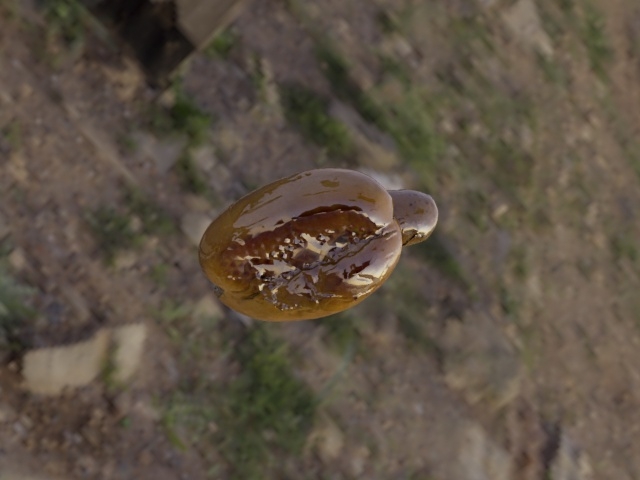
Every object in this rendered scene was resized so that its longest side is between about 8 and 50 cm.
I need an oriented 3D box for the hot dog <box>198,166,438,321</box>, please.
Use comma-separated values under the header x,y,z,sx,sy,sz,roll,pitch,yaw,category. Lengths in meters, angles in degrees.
x,y,z,sx,sy,sz,roll,pitch,yaw,category
-0.001,-0.002,0.992,0.060,0.140,0.090,-96,162,-67,hot dog
